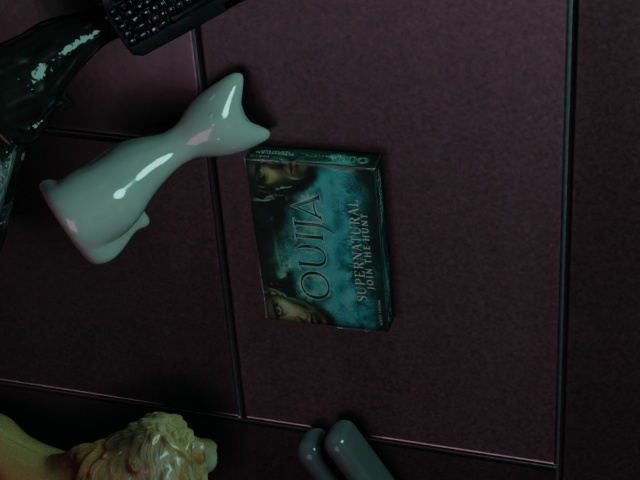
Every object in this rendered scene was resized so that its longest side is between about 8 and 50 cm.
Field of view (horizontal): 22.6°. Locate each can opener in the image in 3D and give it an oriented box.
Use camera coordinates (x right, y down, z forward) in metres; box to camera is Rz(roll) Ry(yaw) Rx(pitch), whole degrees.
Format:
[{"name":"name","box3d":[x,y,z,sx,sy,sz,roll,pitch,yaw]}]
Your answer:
[{"name":"can opener","box3d":[0.070,0.309,1.657,0.074,0.093,0.280,-20,111,32]}]

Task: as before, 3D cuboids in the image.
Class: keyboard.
[{"name":"keyboard","box3d":[-0.095,-0.229,1.310,0.192,0.038,0.100,-29,114,7]}]

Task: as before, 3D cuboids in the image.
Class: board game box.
[{"name":"board game box","box3d":[0.000,0.000,1.493,0.126,0.026,0.186,5,126,16]}]

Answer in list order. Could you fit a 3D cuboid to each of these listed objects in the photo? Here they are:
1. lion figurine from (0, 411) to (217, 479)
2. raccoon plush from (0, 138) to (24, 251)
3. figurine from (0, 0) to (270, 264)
[{"name":"lion figurine","box3d":[-0.296,0.264,1.725,0.392,0.142,0.240,11,120,18]},{"name":"raccoon plush","box3d":[-0.450,0.006,1.428,0.299,0.446,0.216,15,143,-7]},{"name":"figurine","box3d":[-0.171,-0.119,1.399,0.209,0.092,0.215,-34,115,-5]}]
